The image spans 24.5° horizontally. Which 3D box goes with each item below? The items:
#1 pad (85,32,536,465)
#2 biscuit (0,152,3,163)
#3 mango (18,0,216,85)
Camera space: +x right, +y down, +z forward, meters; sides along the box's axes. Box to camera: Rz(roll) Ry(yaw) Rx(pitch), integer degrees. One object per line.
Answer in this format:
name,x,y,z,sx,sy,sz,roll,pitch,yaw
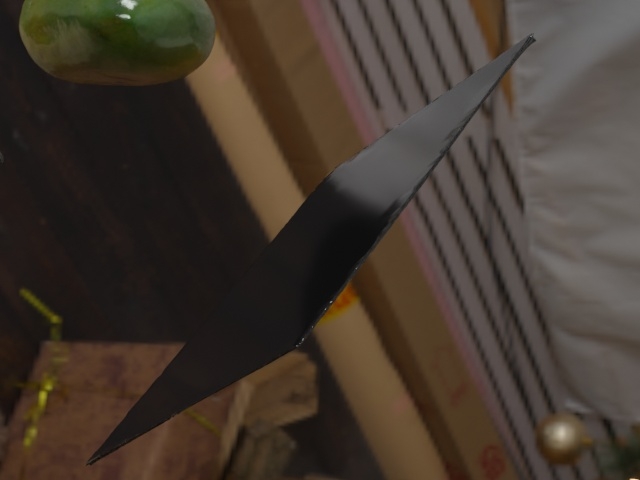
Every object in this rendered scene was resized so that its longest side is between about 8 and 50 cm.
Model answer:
pad,0.000,0.000,0.682,0.006,0.170,0.245,48,46,-9
biscuit,-0.202,-0.035,0.717,0.087,0.089,0.027,-6,98,-52
mango,-0.148,-0.161,1.131,0.137,0.237,0.091,0,98,-31
